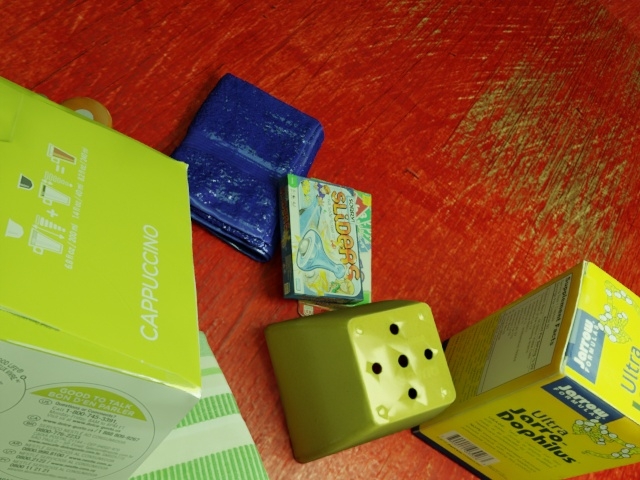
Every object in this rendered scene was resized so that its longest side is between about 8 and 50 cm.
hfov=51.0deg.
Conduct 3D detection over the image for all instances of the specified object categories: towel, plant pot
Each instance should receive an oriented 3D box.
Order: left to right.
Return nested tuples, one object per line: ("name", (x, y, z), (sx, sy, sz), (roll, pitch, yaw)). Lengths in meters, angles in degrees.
("towel", (-0.208, 0.261, 0.842), (0.248, 0.038, 0.325), (-8, 45, -31))
("towel", (-0.126, -0.138, 1.145), (0.227, 0.076, 0.308), (30, 54, -11))
("plant pot", (0.070, 0.189, 0.980), (0.212, 0.187, 0.212), (-8, 76, -31))

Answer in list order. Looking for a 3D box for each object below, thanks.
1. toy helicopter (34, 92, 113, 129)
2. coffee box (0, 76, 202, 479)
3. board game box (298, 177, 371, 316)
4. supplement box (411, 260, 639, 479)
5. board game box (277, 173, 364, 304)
("toy helicopter", (-0.479, -0.129, 0.949), (0.355, 0.140, 0.235), (26, 63, 0))
("coffee box", (-0.342, 0.065, 0.633), (0.338, 0.334, 0.337), (25, 30, -31))
("board game box", (0.028, 0.019, 1.167), (0.124, 0.039, 0.259), (14, 61, -20))
("supplement box", (0.332, 0.221, 1.011), (0.195, 0.356, 0.194), (34, 54, -7))
("board game box", (0.000, 0.000, 1.096), (0.136, 0.035, 0.201), (9, 67, -34))
